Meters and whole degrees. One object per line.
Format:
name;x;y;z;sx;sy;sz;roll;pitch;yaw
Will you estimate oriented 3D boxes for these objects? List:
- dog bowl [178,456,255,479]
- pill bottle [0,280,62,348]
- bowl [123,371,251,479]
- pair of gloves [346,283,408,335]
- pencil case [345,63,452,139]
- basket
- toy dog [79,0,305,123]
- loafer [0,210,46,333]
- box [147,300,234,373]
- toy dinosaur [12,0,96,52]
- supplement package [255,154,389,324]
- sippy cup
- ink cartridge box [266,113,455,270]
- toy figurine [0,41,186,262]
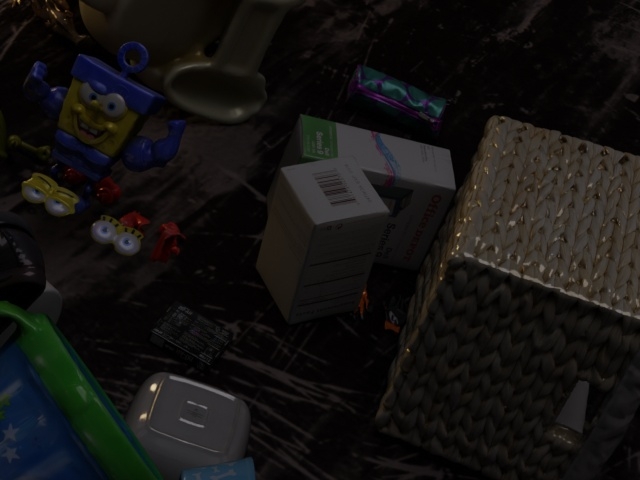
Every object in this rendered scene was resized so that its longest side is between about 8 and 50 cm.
dog bowl;-0.105;0.343;1.526;0.074;0.166;0.297;3;42;-8
pill bottle;-0.428;0.023;1.722;0.283;0.161;0.161;38;41;17
bowl;-0.146;0.206;1.741;0.142;0.053;0.142;20;38;-3
pair of gloves;0.072;0.085;2.021;0.083;0.010;0.074;20;39;-5
pencil case;0.113;-0.205;2.329;0.151;0.064;0.070;22;14;-2
basket;0.256;0.074;1.876;0.266;0.328;0.331;22;39;1
toy dog;-0.245;-0.393;2.219;0.395;0.285;0.408;-1;39;-28
loafer;-0.390;0.101;1.559;0.109;0.302;0.095;33;15;-51
box;-0.154;0.114;1.868;0.083;0.018;0.067;29;39;6
toy dinosaur;-0.380;-0.331;2.247;0.112;0.064;0.211;34;20;-42
supplement package;0.000;0.000;1.941;0.105;0.179;0.105;-12;51;-27
sippy cup;-0.288;0.224;1.490;0.224;0.240;0.305;-34;70;-8
ink cartridge box;0.052;-0.060;2.061;0.212;0.154;0.093;11;40;-15
toy figurine;-0.282;-0.157;1.913;0.362;0.217;0.191;31;14;8
